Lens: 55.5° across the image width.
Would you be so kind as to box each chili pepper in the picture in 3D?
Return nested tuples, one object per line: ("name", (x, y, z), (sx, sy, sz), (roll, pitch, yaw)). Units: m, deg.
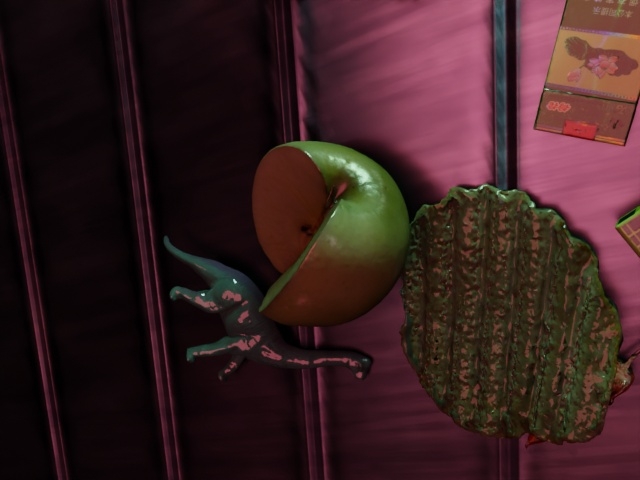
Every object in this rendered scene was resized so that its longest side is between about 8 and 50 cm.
("chili pepper", (0.422, 0.247, 0.958), (0.059, 0.050, 0.268), (52, 121, 30))

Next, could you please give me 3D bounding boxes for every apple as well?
("apple", (0.018, -0.003, 0.991), (0.258, 0.233, 0.295), (113, 152, -41))

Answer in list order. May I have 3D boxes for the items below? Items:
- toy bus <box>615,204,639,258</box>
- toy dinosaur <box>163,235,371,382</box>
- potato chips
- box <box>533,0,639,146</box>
("toy bus", (0.503, 0.020, 0.850), (0.101, 0.088, 0.175), (-40, 80, 29))
("toy dinosaur", (-0.108, 0.123, 1.180), (0.331, 0.129, 0.383), (-19, 91, 17))
("potato chips", (0.290, 0.125, 0.978), (0.358, 0.070, 0.429), (6, 101, 34))
("box", (0.400, -0.262, 0.867), (0.132, 0.034, 0.235), (17, 108, 22))
